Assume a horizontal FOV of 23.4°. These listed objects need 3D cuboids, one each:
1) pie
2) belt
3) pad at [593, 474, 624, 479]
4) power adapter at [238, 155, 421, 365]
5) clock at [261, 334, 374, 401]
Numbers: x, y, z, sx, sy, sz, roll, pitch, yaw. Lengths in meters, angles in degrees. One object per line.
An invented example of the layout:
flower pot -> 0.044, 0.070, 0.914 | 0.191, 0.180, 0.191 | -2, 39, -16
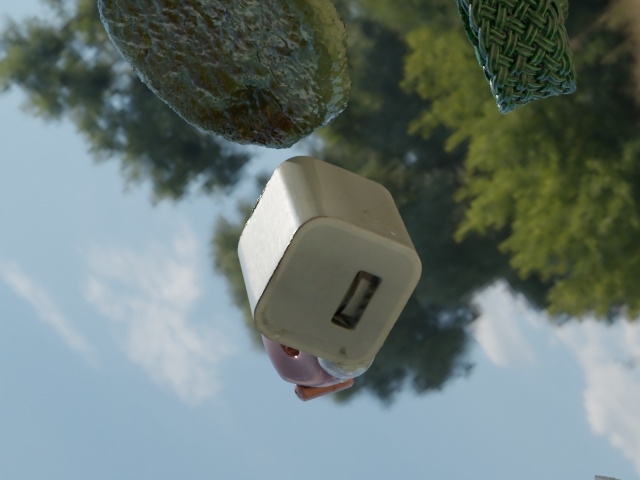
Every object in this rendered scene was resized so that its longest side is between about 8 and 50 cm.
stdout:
pie -> -0.088, -0.202, 1.419 | 0.277, 0.277, 0.078 | 46, -128, -13
belt -> 0.132, -0.166, 1.051 | 0.121, 0.079, 0.151 | 20, -132, -83
pad -> 0.361, 0.303, 1.521 | 0.004, 0.156, 0.232 | -63, -35, -30
power adapter -> 0.000, 0.000, 1.411 | 0.125, 0.130, 0.205 | 21, -157, -19
clock -> -0.007, 0.096, 1.785 | 0.092, 0.162, 0.166 | -15, -109, -21
